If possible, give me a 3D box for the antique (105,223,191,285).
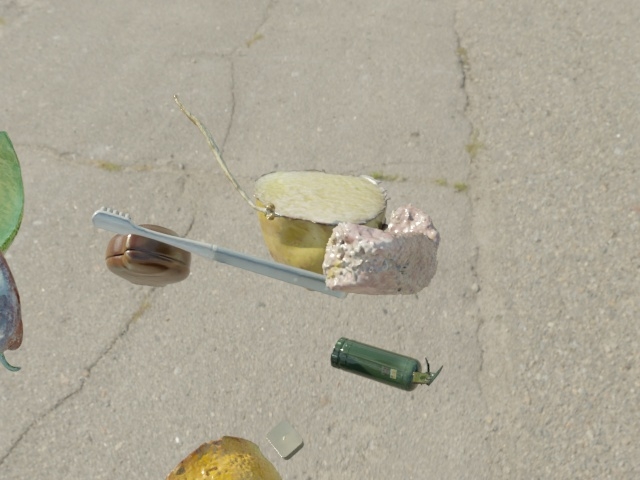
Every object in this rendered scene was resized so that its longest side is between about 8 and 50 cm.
[{"bbox_3d":[-0.456,0.043,1.499,0.223,0.278,0.129,6,72,-8],"label":"antique"}]

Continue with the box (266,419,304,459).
[{"bbox_3d":[-0.116,0.663,1.869,0.091,0.031,0.126,-38,39,-19],"label":"box"}]

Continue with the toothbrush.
[{"bbox_3d":[-0.117,0.021,0.724,0.342,0.025,0.030,18,20,-16],"label":"toothbrush"}]

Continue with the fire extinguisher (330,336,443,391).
[{"bbox_3d":[0.187,0.352,1.591,0.311,0.115,0.095,14,8,26],"label":"fire extinguisher"}]

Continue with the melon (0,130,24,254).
[{"bbox_3d":[-0.533,-0.028,0.829,0.196,0.124,0.323,-32,57,0],"label":"melon"}]

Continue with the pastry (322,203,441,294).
[{"bbox_3d":[0.086,0.021,0.726,0.102,0.112,0.265,13,14,26],"label":"pastry"}]

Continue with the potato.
[{"bbox_3d":[0.000,0.000,1.210,0.300,0.237,0.289,7,29,9],"label":"potato"}]

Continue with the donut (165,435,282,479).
[{"bbox_3d":[-0.225,0.675,1.344,0.163,0.435,0.377,27,27,30],"label":"donut"}]

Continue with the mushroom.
[{"bbox_3d":[-0.169,-0.141,0.952,0.028,0.026,0.286,-37,77,-21],"label":"mushroom"}]

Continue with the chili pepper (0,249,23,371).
[{"bbox_3d":[-0.339,0.062,0.583,0.050,0.041,0.153,-9,85,-26],"label":"chili pepper"}]
